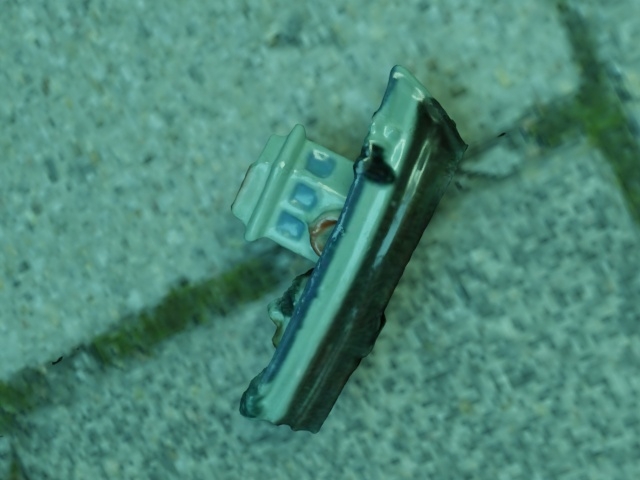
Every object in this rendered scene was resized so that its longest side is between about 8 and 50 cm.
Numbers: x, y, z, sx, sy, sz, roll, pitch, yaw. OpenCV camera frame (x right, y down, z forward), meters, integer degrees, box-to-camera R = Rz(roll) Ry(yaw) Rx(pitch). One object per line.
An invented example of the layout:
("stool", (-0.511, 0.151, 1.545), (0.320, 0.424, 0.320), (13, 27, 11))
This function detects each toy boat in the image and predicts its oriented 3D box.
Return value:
("toy boat", (0.000, 0.000, 0.572), (0.066, 0.059, 0.140), (27, 115, 1))
